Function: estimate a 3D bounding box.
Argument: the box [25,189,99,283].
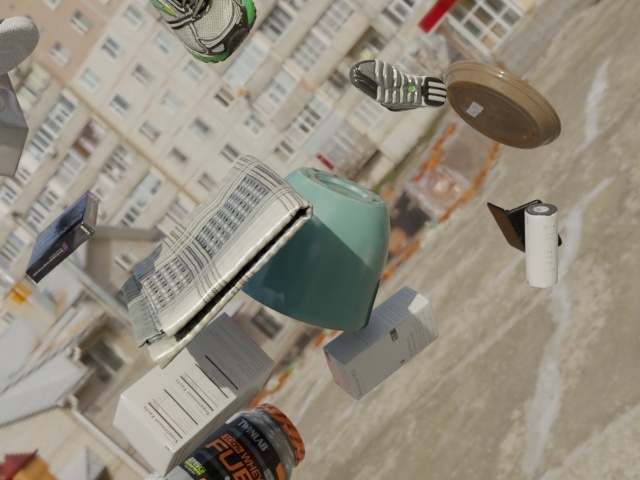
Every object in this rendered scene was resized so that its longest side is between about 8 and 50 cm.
[{"bbox_3d":[-0.385,-0.009,1.385,0.116,0.029,0.162,-41,23,4],"label":"box"}]

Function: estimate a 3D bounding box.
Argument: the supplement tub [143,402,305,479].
[{"bbox_3d":[-0.194,0.483,1.894,0.316,0.194,0.193,-34,-6,-32],"label":"supplement tub"}]

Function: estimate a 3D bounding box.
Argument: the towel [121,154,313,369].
[{"bbox_3d":[-0.178,0.014,1.405,0.324,0.056,0.312,-47,28,0],"label":"towel"}]

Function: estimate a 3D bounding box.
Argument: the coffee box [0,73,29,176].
[{"bbox_3d":[-0.681,-0.260,1.754,0.168,0.297,0.119,5,-52,-35],"label":"coffee box"}]

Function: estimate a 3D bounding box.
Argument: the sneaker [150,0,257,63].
[{"bbox_3d":[-0.235,-0.406,1.468,0.134,0.343,0.146,-50,-29,8],"label":"sneaker"}]

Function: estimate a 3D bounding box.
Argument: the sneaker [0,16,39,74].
[{"bbox_3d":[-0.599,-0.342,1.528,0.268,0.153,0.101,-21,-27,8],"label":"sneaker"}]

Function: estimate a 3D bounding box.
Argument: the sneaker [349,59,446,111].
[{"bbox_3d":[0.137,-0.307,1.913,0.132,0.228,0.086,-8,74,61],"label":"sneaker"}]

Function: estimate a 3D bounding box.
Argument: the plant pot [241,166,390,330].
[{"bbox_3d":[0.000,0.000,1.756,0.293,0.293,0.235,-57,-10,-77],"label":"plant pot"}]

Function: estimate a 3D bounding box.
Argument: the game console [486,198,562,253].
[{"bbox_3d":[0.399,-0.033,1.804,0.107,0.122,0.071,-24,32,20],"label":"game console"}]

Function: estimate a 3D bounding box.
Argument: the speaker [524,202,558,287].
[{"bbox_3d":[0.372,0.010,1.549,0.055,0.055,0.136,-52,-41,-58],"label":"speaker"}]

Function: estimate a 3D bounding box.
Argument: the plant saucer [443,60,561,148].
[{"bbox_3d":[0.376,-0.277,1.949,0.041,0.277,0.278,-57,4,-11],"label":"plant saucer"}]

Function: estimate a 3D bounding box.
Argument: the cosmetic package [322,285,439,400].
[{"bbox_3d":[0.126,0.209,1.890,0.231,0.117,0.085,-37,42,-19],"label":"cosmetic package"}]

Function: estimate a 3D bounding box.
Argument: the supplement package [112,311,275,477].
[{"bbox_3d":[-0.219,0.265,1.593,0.244,0.134,0.139,-38,-14,-35],"label":"supplement package"}]
